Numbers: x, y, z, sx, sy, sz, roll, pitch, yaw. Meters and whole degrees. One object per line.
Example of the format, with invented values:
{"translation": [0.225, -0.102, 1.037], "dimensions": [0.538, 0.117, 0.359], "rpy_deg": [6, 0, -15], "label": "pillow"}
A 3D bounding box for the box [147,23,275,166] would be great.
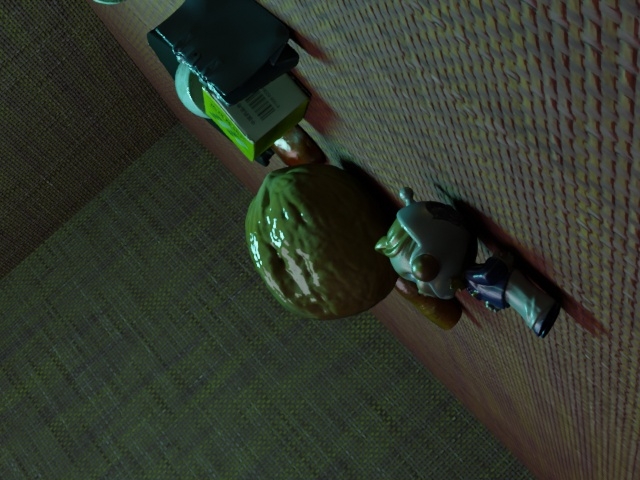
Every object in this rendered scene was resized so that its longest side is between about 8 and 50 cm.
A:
{"translation": [-0.264, -0.365, 2.223], "dimensions": [0.350, 0.091, 0.359], "rpy_deg": [40, 171, 49], "label": "box"}

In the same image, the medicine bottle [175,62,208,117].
{"translation": [-0.212, -0.318, 1.809], "dimensions": [0.147, 0.147, 0.143], "rpy_deg": [49, 171, -23], "label": "medicine bottle"}

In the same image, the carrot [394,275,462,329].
{"translation": [0.217, 0.107, 1.883], "dimensions": [0.193, 0.087, 0.087], "rpy_deg": [46, 175, -9], "label": "carrot"}

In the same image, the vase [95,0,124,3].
{"translation": [-0.434, -0.580, 1.726], "dimensions": [0.143, 0.143, 0.299], "rpy_deg": [47, 173, 4], "label": "vase"}

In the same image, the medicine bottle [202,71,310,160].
{"translation": [-0.120, -0.248, 1.631], "dimensions": [0.137, 0.141, 0.250], "rpy_deg": [50, 175, -1], "label": "medicine bottle"}

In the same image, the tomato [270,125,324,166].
{"translation": [-0.063, -0.199, 1.918], "dimensions": [0.155, 0.069, 0.155], "rpy_deg": [47, 176, 4], "label": "tomato"}

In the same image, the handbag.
{"translation": [-0.145, -0.304, 1.365], "dimensions": [0.221, 0.144, 0.057], "rpy_deg": [45, 173, 33], "label": "handbag"}

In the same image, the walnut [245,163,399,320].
{"translation": [0.000, 0.000, 1.760], "dimensions": [0.333, 0.333, 0.333], "rpy_deg": [47, 175, 5], "label": "walnut"}

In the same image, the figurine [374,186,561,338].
{"translation": [0.203, 0.037, 1.252], "dimensions": [0.194, 0.133, 0.274], "rpy_deg": [20, -171, -43], "label": "figurine"}
